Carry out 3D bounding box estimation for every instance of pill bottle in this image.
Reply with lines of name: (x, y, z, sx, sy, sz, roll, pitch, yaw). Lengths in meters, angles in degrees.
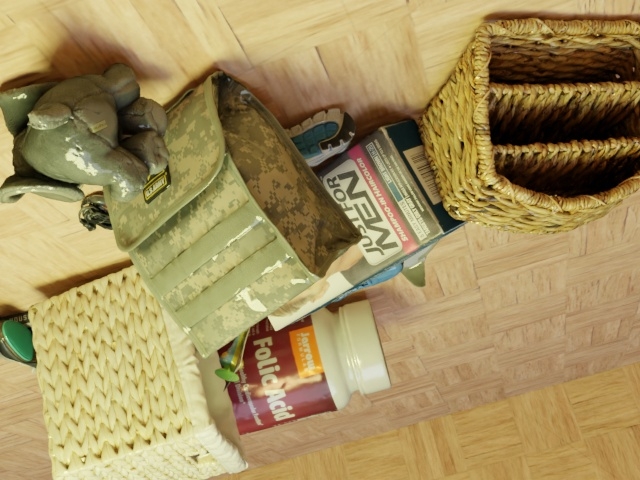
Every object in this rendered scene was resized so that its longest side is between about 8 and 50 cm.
pill bottle: (-0.065, 0.261, 1.782, 0.392, 0.224, 0.224, -15, 155, 3)

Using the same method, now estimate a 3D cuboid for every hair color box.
hair color box: (0.032, -0.016, 1.292, 0.347, 0.174, 0.105, -33, 174, 36)

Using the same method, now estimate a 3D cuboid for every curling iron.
curling iron: (-0.242, -0.028, 1.316, 0.274, 0.035, 0.068, 9, 151, -38)

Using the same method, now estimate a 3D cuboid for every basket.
basket: (0.315, -0.143, 1.146, 0.299, 0.213, 0.223, -3, 154, -21)
basket: (-0.308, 0.249, 1.490, 0.266, 0.331, 0.328, -16, 155, -2)

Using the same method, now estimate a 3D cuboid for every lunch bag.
lunch bag: (-0.132, -0.037, 1.091, 0.235, 0.287, 0.169, -35, -176, 33)

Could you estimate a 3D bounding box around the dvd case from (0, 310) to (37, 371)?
dvd case: (-0.491, 0.182, 1.632, 0.179, 0.029, 0.239, -13, 155, -3)

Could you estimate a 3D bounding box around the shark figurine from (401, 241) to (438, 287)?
shark figurine: (0.175, 0.020, 1.538, 0.166, 0.116, 0.278, 6, 151, -38)

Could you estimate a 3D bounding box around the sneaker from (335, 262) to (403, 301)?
sneaker: (0.050, 0.074, 1.527, 0.209, 0.082, 0.069, -13, 129, 30)

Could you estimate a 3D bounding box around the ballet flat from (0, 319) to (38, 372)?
ballet flat: (-0.526, 0.194, 1.528, 0.074, 0.074, 0.203, -19, 155, 12)

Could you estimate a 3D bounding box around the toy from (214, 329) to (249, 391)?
toy: (-0.141, 0.127, 1.491, 0.056, 0.237, 0.137, 17, 147, -9)

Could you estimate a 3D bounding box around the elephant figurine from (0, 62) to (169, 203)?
elephant figurine: (-0.309, -0.102, 1.012, 0.239, 0.169, 0.186, -11, 130, 32)

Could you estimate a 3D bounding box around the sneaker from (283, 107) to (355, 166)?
sneaker: (-0.043, -0.120, 1.190, 0.190, 0.071, 0.083, -12, 164, 1)
